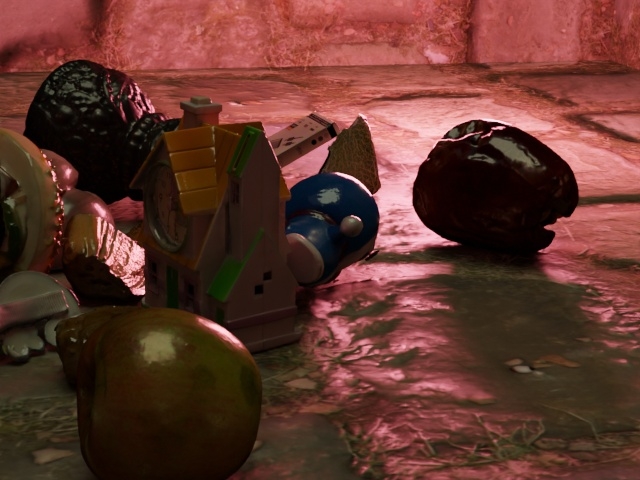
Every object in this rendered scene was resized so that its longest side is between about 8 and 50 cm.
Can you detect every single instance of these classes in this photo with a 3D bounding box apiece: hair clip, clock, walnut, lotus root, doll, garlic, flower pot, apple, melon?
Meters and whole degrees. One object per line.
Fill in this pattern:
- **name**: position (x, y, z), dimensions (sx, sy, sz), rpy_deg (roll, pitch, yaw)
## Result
- **hair clip**: position (-0.373, 0.093, 1.490), dimensions (0.049, 0.116, 0.172), rpy_deg (-29, -10, 40)
- **clock**: position (-0.145, -0.030, 1.554), dimensions (0.166, 0.309, 0.235), rpy_deg (-10, 21, -35)
- **walnut**: position (0.302, -0.080, 1.947), dimensions (0.269, 0.221, 0.244), rpy_deg (30, 9, 30)
- **lotus root**: position (-0.321, 0.041, 1.693), dimensions (0.159, 0.095, 0.135), rpy_deg (39, 18, -15)
- **doll**: position (0.000, 0.000, 1.731), dimensions (0.215, 0.161, 0.257), rpy_deg (-24, 17, 34)
- **garlic**: position (-0.462, -0.031, 1.859), dimensions (0.237, 0.210, 0.292), rpy_deg (-28, 7, 31)
- **flower pot**: position (-0.355, -0.165, 2.068), dimensions (0.267, 0.266, 0.266), rpy_deg (20, 23, 19)
- **apple**: position (-0.152, 0.162, 1.163), dimensions (0.196, 0.196, 0.196), rpy_deg (1, 18, 0)
- **melon**: position (0.060, -0.140, 2.254), dimensions (0.139, 0.202, 0.093), rpy_deg (33, -9, -12)

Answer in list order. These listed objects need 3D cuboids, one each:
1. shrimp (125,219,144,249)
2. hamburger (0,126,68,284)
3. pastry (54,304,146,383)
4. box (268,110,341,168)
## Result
- **shrimp**: position (-0.192, -0.016, 1.907), dimensions (0.222, 0.054, 0.290), rpy_deg (18, 32, 40)
- **hamburger**: position (-0.492, -0.026, 1.567), dimensions (0.291, 0.291, 0.225), rpy_deg (14, 3, 33)
- **pastry**: position (-0.254, 0.129, 1.427), dimensions (0.153, 0.081, 0.153), rpy_deg (-7, 13, 2)
- **box**: position (-0.087, -0.175, 2.276), dimensions (0.247, 0.033, 0.129), rpy_deg (-31, 25, -10)
